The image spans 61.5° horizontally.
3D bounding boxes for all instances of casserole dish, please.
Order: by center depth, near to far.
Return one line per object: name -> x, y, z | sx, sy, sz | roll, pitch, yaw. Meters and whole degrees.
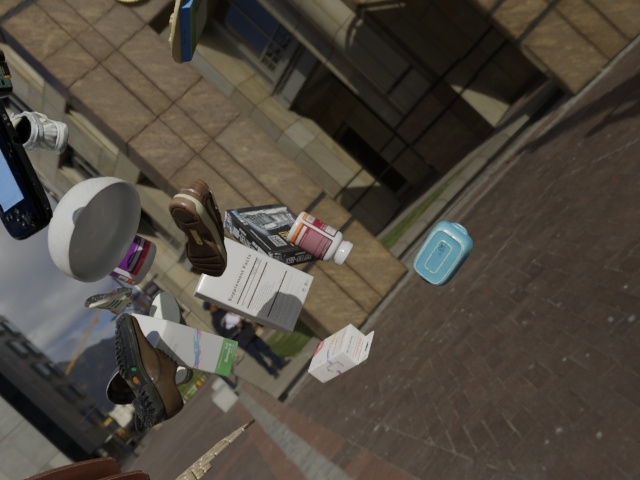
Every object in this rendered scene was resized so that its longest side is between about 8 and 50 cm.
casserole dish -> 0.307, 0.039, 1.378 | 0.037, 0.114, 0.189 | -24, -32, -54

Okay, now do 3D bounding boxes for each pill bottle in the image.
pill bottle -> 0.000, 0.000, 1.332 | 0.086, 0.151, 0.086 | -60, -1, -2
pill bottle -> -0.789, 0.028, 1.995 | 0.181, 0.322, 0.182 | -44, 29, 33

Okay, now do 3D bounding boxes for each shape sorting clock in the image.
shape sorting clock -> -0.260, -0.454, 1.066 | 0.206, 0.040, 0.207 | -166, 90, -83

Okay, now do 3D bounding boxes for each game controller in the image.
game controller -> -0.679, -0.158, 1.143 | 0.166, 0.320, 0.067 | -20, 6, 28

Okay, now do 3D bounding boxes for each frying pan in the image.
frying pan -> -0.518, 0.435, 1.602 | 0.197, 0.053, 0.326 | -33, -35, -20

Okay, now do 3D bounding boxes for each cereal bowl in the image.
cereal bowl -> -0.709, -0.048, 1.652 | 0.339, 0.141, 0.339 | 22, -90, -81

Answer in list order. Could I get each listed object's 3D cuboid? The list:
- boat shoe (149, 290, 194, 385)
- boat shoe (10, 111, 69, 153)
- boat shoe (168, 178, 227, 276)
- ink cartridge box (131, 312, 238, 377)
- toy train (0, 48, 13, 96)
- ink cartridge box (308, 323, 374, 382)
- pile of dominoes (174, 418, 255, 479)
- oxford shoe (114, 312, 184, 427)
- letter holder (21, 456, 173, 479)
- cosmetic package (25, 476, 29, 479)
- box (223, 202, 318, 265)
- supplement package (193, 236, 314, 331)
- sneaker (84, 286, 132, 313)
boat shoe -> -0.488, 0.326, 1.791 | 0.116, 0.320, 0.099 | -22, -25, 9
boat shoe -> -0.832, -0.311, 1.529 | 0.103, 0.320, 0.118 | 9, -82, -52
boat shoe -> -0.234, -0.023, 1.125 | 0.258, 0.095, 0.095 | 89, -161, -54
ink cartridge box -> -0.323, 0.243, 1.239 | 0.154, 0.212, 0.093 | 0, 71, 43
toy train -> -1.161, -0.540, 1.719 | 0.142, 0.191, 0.334 | -7, 14, 33
ink cartridge box -> 0.061, 0.324, 1.576 | 0.198, 0.067, 0.115 | -38, 18, 36
pile of dominoes -> -0.307, 0.626, 1.541 | 0.196, 0.040, 0.251 | -41, -8, 36
oxford shoe -> -0.334, 0.243, 1.051 | 0.096, 0.227, 0.082 | -10, -23, -48
letter holder -> -0.362, 0.440, 0.809 | 0.152, 0.215, 0.301 | -30, -17, 24
cosmetic package -> -0.808, 0.713, 1.478 | 0.041, 0.060, 0.115 | -40, 18, -5
box -> -0.162, -0.020, 1.890 | 0.242, 0.307, 0.077 | -10, -54, -36
supplement package -> -0.200, 0.135, 1.571 | 0.176, 0.292, 0.177 | -68, 10, -15
sneaker -> -0.638, 0.196, 1.637 | 0.161, 0.057, 0.076 | -21, -66, -58
